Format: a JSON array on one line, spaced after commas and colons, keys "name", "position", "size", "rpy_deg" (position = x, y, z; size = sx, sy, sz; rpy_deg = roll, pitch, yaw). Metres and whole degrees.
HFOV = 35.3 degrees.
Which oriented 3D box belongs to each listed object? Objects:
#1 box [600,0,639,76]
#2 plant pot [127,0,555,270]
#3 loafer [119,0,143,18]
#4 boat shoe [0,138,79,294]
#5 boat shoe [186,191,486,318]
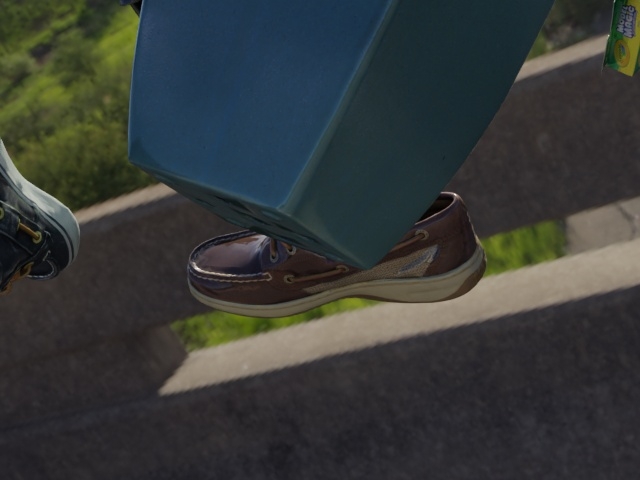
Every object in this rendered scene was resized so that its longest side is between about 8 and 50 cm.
[{"name": "box", "position": [0.398, -0.273, 1.202], "size": [0.043, 0.105, 0.179], "rpy_deg": [33, 55, 32]}, {"name": "plant pot", "position": [0.011, -0.116, 0.535], "size": [0.166, 0.165, 0.234], "rpy_deg": [18, 82, 30]}, {"name": "loafer", "position": [-0.272, -0.380, 1.491], "size": [0.076, 0.223, 0.078], "rpy_deg": [4, 53, 46]}, {"name": "boat shoe", "position": [-0.185, 0.006, 0.552], "size": [0.065, 0.183, 0.083], "rpy_deg": [-1, 68, 6]}, {"name": "boat shoe", "position": [0.000, 0.000, 1.081], "size": [0.342, 0.123, 0.123], "rpy_deg": [-2, 42, 24]}]
